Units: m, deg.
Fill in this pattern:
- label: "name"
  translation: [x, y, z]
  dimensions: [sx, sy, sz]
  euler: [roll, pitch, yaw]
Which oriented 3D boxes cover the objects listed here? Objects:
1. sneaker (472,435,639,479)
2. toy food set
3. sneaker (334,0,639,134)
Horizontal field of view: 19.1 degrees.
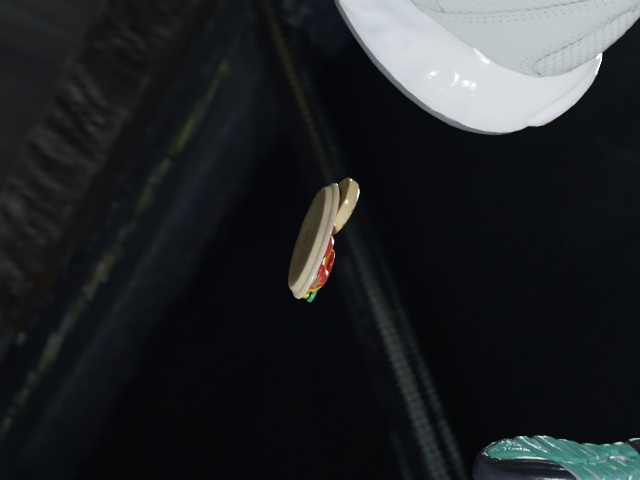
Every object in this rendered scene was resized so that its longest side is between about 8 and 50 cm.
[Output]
- label: "sneaker"
  translation: [0.207, 0.209, 1.471]
  dimensions: [0.083, 0.224, 0.098]
  euler: [33, -67, 53]
- label: "toy food set"
  translation: [0.000, 0.000, 1.256]
  dimensions: [0.082, 0.020, 0.083]
  euler: [141, -34, -71]
- label: "sneaker"
  translation: [0.005, -0.151, 0.572]
  dimensions: [0.099, 0.262, 0.121]
  euler: [-59, -171, -33]
